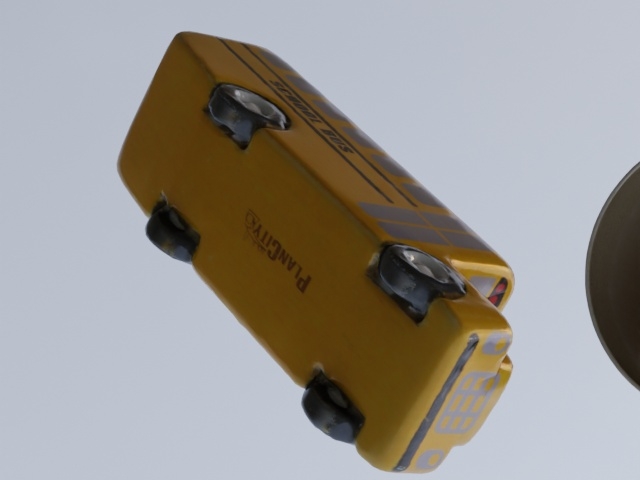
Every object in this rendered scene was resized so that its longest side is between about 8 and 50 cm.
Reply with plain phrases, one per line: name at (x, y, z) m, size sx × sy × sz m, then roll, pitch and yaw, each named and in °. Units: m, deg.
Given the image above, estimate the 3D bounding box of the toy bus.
toy bus at (0.000, 0.000, 1.107) m, size 0.130 × 0.108 × 0.333 m, roll 8°, pitch -153°, yaw -45°

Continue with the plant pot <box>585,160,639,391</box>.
plant pot at (0.417, 0.044, 1.802) m, size 0.284 × 0.284 × 0.191 m, roll -3°, pitch 171°, yaw 19°
